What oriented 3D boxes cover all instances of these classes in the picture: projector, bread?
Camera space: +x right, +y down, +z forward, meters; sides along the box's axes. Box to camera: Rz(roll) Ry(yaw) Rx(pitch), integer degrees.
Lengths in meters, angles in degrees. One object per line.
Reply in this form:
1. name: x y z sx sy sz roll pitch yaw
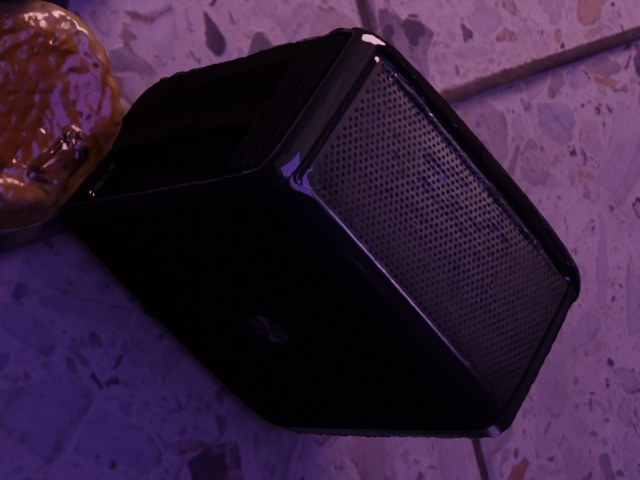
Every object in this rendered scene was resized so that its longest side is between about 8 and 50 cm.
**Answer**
1. projector: 0.000 0.000 1.703 0.405 0.395 0.242 47 60 -26
2. bread: -0.319 -0.127 1.622 0.244 0.134 0.244 2 87 -41
